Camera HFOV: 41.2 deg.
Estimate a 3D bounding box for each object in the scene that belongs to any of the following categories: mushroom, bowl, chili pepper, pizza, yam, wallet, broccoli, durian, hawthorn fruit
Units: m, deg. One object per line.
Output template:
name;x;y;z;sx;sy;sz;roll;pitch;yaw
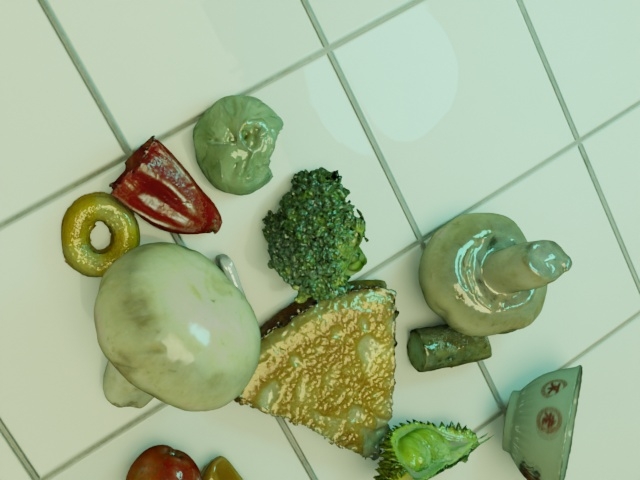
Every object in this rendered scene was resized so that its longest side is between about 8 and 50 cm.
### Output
mushroom;-0.289;0.172;1.700;0.353;0.353;0.325;26;64;-20
bowl;0.531;0.454;2.063;0.157;0.337;0.337;9;93;20
mushroom;0.400;0.064;1.910;0.314;0.336;0.314;7;73;-24
chili pepper;-0.312;-0.082;1.762;0.252;0.136;0.144;45;45;-26
pizza;0.027;0.250;1.932;0.435;0.080;0.392;28;86;-22
yam;0.310;0.249;2.019;0.194;0.107;0.107;-6;97;-20
wallet;-0.178;0.119;1.833;0.033;0.095;0.190;-22;101;-10
broccoli;0.000;0.000;1.860;0.288;0.248;0.245;-60;147;-16
durian;0.234;0.509;1.948;0.352;0.169;0.158;-4;105;-52
hawthorn fruit;-0.327;0.517;1.784;0.173;0.173;0.173;-2;96;-20

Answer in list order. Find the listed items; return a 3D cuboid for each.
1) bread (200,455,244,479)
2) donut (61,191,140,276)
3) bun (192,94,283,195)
bread;-0.186;0.582;1.884;0.239;0.074;0.092;56;44;-15
donut;-0.447;-0.009;1.737;0.162;0.065;0.178;-12;100;-18
bun;-0.162;-0.202;1.793;0.204;0.126;0.212;-23;103;-15
